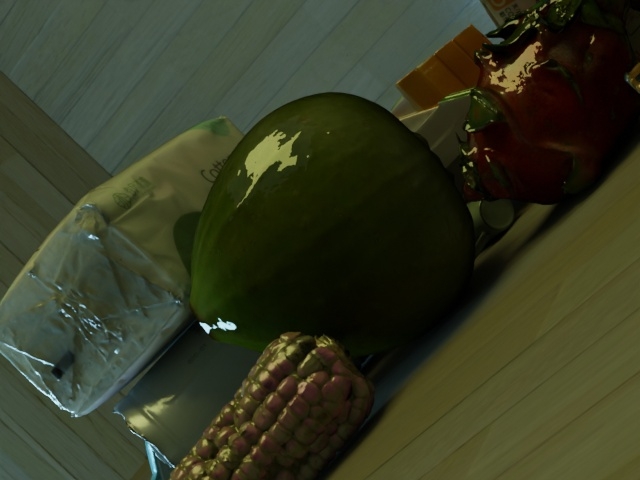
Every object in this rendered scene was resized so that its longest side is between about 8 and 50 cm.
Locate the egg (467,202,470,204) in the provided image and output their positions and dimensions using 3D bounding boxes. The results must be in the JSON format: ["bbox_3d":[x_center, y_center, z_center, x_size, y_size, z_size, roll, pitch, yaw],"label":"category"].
[{"bbox_3d":[0.182,-0.110,2.142,0.151,0.151,0.209,-46,5,3],"label":"egg"}]

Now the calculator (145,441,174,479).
[{"bbox_3d":[-0.140,0.217,2.069,0.386,0.054,0.256,-54,-29,-36],"label":"calculator"}]

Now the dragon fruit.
[{"bbox_3d":[0.226,-0.164,1.447,0.200,0.269,0.198,-15,24,-17],"label":"dragon fruit"}]

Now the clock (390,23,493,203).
[{"bbox_3d":[0.163,-0.140,1.787,0.309,0.166,0.235,-46,-3,40],"label":"clock"}]

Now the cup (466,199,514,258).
[{"bbox_3d":[0.184,-0.017,1.688,0.075,0.054,0.083,-46,4,-27],"label":"cup"}]

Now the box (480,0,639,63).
[{"bbox_3d":[0.308,-0.264,1.640,0.091,0.221,0.274,-30,9,36],"label":"box"}]

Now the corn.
[{"bbox_3d":[-0.079,0.236,1.400,0.335,0.126,0.126,-51,3,-5],"label":"corn"}]

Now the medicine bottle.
[{"bbox_3d":[-0.073,0.151,1.735,0.332,0.190,0.190,-46,2,-11],"label":"medicine bottle"}]

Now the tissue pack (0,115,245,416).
[{"bbox_3d":[-0.213,0.022,1.770,0.266,0.194,0.356,-46,-1,30],"label":"tissue pack"}]

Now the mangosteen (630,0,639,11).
[{"bbox_3d":[0.400,-0.357,1.449,0.287,0.233,0.287,-20,22,8],"label":"mangosteen"}]

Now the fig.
[{"bbox_3d":[0.000,0.000,1.536,0.316,0.316,0.316,-46,2,2],"label":"fig"}]

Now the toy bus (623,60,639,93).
[{"bbox_3d":[0.328,-0.162,1.092,0.182,0.091,0.103,-48,4,14],"label":"toy bus"}]
